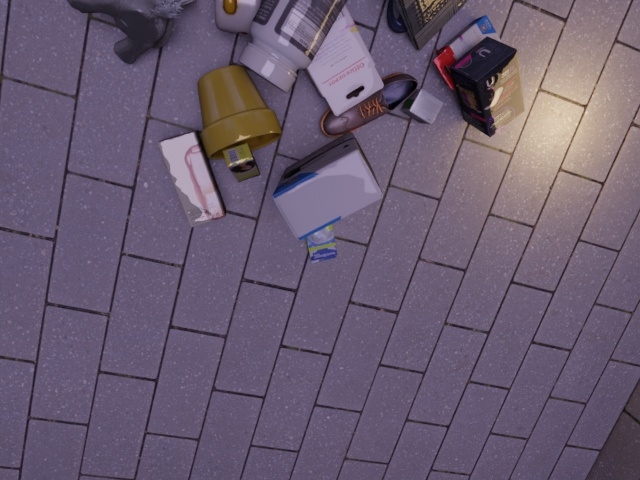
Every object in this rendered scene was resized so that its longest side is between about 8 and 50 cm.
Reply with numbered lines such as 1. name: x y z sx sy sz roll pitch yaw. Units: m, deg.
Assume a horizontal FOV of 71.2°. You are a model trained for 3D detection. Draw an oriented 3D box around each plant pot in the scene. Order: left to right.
1. plant pot: -0.278 -0.413 1.436 0.254 0.254 0.239 -19 95 -3

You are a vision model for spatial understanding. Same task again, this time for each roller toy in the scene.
1. roller toy: -0.251 -0.728 1.356 0.146 0.191 0.209 5 69 -10

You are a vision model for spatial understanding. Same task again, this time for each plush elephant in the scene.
1. plush elephant: -0.515 -0.725 1.303 0.330 0.255 0.272 -3 155 24

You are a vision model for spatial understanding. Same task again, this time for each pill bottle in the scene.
1. pill bottle: -0.076 -0.631 1.288 0.204 0.204 0.361 30 102 -17

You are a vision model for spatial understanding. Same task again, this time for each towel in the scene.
1. towel: 0.376 -0.818 1.419 0.324 0.056 0.312 -46 153 6

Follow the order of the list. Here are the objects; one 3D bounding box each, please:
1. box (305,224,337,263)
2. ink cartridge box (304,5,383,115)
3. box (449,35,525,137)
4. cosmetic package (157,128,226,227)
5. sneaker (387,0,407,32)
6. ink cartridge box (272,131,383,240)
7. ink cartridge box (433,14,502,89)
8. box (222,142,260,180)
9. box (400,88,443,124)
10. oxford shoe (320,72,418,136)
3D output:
1. box: 0.000 0.000 1.705 0.109 0.042 0.178 -13 108 -5
2. ink cartridge box: 0.037 -0.616 1.477 0.207 0.119 0.353 -31 108 3
3. box: 0.573 -0.518 1.526 0.165 0.143 0.270 -38 139 2
4. cosmetic package: -0.428 -0.212 1.513 0.129 0.153 0.296 -19 111 -5
5. sneaker: 0.307 -0.844 1.444 0.112 0.131 0.319 14 105 -13
6. ink cartridge box: 0.023 -0.192 1.444 0.285 0.395 0.166 -27 108 11
7. ink cartridge box: 0.505 -0.650 1.564 0.231 0.078 0.134 -39 109 4
8. box: -0.258 -0.253 1.482 0.087 0.232 0.058 -19 88 -2
9. box: 0.358 -0.474 1.583 0.102 0.101 0.087 27 101 -16
10. oxford shoe: 0.164 -0.470 1.535 0.364 0.133 0.130 -31 112 2
